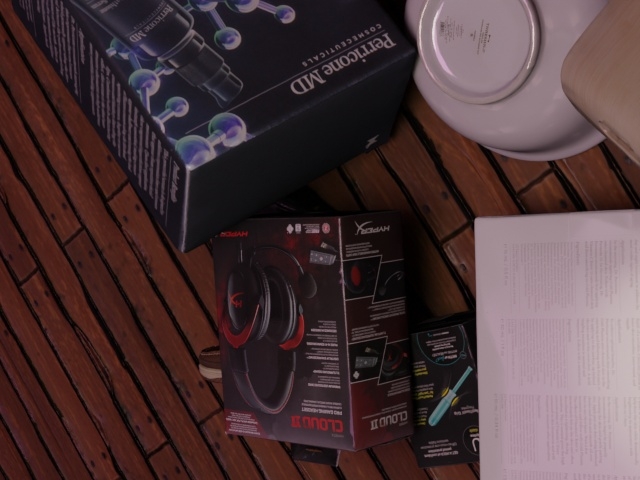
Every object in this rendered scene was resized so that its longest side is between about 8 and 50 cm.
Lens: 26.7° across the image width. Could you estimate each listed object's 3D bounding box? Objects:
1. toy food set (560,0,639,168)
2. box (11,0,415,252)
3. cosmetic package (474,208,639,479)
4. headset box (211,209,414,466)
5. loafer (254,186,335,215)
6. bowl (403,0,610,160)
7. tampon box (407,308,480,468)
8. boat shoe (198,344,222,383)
[{"bbox_3d":[0.380,-0.198,1.252,0.306,0.092,0.219,-52,35,15],"label":"toy food set"},{"bbox_3d":[-0.135,-0.241,1.529,0.395,0.294,0.212,54,159,16],"label":"box"},{"bbox_3d":[0.312,0.157,1.408,0.284,0.097,0.377,-2,88,32],"label":"cosmetic package"},{"bbox_3d":[-0.010,0.114,1.570,0.218,0.110,0.293,1,96,44],"label":"headset box"},{"bbox_3d":[0.000,0.000,1.677,0.223,0.076,0.078,36,126,29],"label":"loafer"},{"bbox_3d":[0.197,-0.223,1.438,0.298,0.134,0.297,9,106,34],"label":"bowl"},{"bbox_3d":[0.165,0.170,1.575,0.120,0.101,0.161,-14,93,39],"label":"tampon box"},{"bbox_3d":[-0.045,0.125,1.730,0.258,0.095,0.095,-7,97,25],"label":"boat shoe"}]
